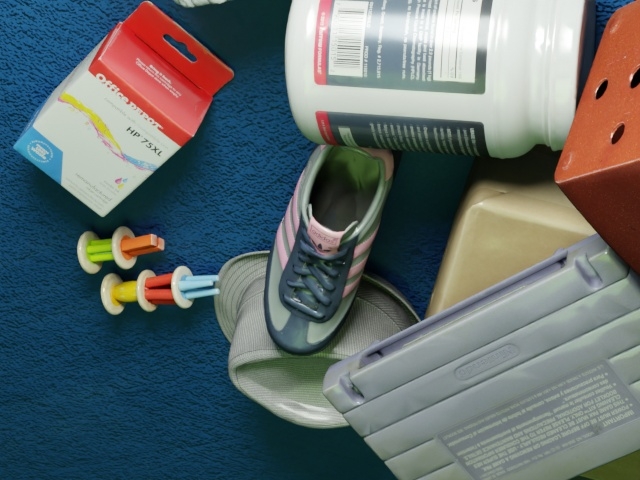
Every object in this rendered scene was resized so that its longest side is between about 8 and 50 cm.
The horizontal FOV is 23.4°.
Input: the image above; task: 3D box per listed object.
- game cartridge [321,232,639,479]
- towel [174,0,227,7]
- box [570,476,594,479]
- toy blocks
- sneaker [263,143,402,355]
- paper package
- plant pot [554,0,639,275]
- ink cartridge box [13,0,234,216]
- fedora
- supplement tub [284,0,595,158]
[{"bbox_3d":[0.206,0.150,1.574,0.355,0.068,0.230,-29,117,29],"label":"game cartridge"},{"bbox_3d":[-0.047,-0.359,1.398,0.284,0.121,0.235,-13,124,17],"label":"towel"},{"bbox_3d":[0.353,0.369,1.949,0.395,0.097,0.318,32,129,-10],"label":"box"},{"bbox_3d":[-0.204,0.033,1.867,0.148,0.054,0.123,-6,128,24],"label":"toy blocks"},{"bbox_3d":[0.000,0.000,1.658,0.112,0.131,0.319,19,114,5],"label":"sneaker"},{"bbox_3d":[0.273,0.078,1.645,0.309,0.168,0.325,15,125,4],"label":"paper package"},{"bbox_3d":[0.365,-0.092,1.336,0.236,0.267,0.267,27,164,-18],"label":"plant pot"},{"bbox_3d":[-0.217,-0.142,1.700,0.134,0.078,0.231,39,130,-16],"label":"ink cartridge box"},{"bbox_3d":[-0.014,0.136,1.846,0.275,0.124,0.244,12,132,8],"label":"fedora"},{"bbox_3d":[0.117,-0.178,1.477,0.272,0.191,0.191,5,132,14],"label":"supplement tub"}]
